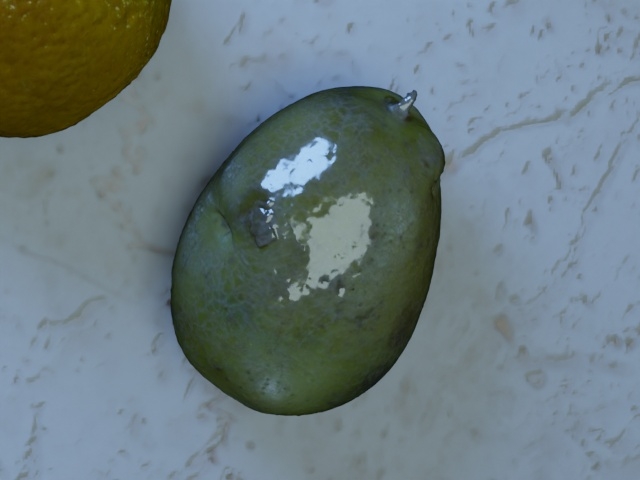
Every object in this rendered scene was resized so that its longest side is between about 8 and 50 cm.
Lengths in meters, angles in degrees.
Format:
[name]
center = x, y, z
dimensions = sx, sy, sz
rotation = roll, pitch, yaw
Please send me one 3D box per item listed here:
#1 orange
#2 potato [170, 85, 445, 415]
[orange]
center = -0.208, -0.180, 1.181
dimensions = 0.236, 0.236, 0.236
rotation = -3, 102, -13
[potato]
center = 0.000, 0.000, 1.303
dimensions = 0.174, 0.159, 0.251
rotation = 14, 111, -42
